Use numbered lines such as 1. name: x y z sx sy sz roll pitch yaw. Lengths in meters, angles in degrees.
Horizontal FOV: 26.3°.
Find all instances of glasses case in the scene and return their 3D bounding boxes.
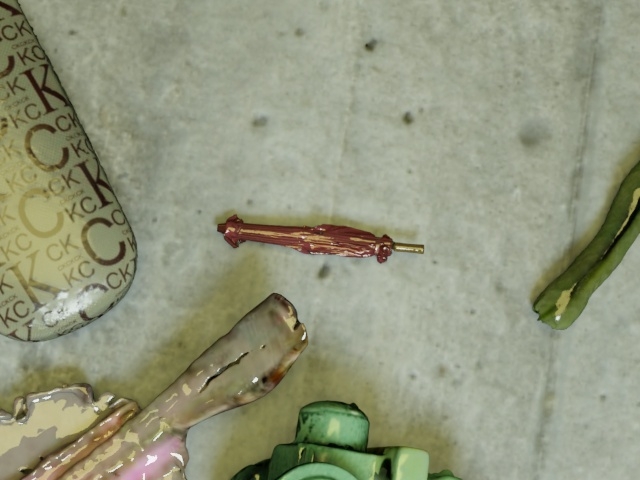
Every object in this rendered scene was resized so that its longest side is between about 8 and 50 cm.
1. glasses case: -0.261 -0.091 1.053 0.137 0.085 0.355 -26 82 -10

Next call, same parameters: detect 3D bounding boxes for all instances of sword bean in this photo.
1. sword bean: 0.256 -0.038 1.107 0.043 0.038 0.269 36 80 -3

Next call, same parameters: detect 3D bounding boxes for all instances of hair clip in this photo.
1. hair clip: -0.131 0.150 1.022 0.300 0.069 0.173 -36 76 -2

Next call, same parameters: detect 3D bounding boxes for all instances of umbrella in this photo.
1. umbrella: 0.000 0.000 1.087 0.165 0.025 0.027 7 98 0

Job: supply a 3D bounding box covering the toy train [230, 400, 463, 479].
1. toy train: 0.032 0.305 0.975 0.237 0.150 0.369 12 78 -11
